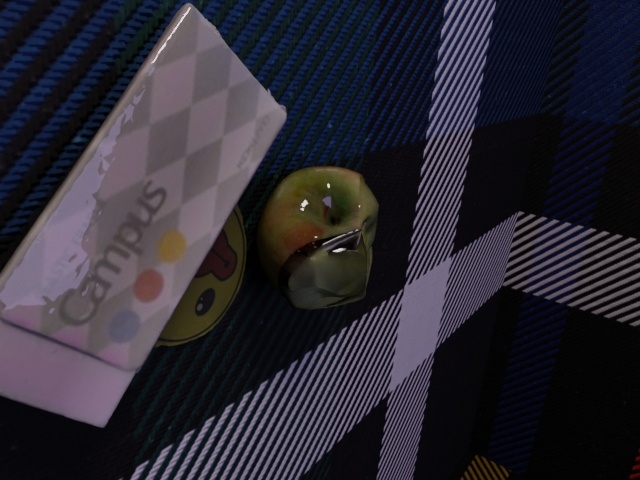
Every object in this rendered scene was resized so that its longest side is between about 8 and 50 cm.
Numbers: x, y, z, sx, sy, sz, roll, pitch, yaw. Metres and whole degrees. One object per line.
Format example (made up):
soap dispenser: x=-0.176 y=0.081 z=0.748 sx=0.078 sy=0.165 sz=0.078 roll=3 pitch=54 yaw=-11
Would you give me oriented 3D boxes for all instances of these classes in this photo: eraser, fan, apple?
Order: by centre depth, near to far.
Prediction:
eraser: x=-0.184 y=-0.019 z=0.576 sx=0.213 sy=0.082 sz=0.397 roll=43 pitch=68 yaw=-46
fan: x=-0.150 y=-0.004 z=0.716 sx=0.335 sy=0.011 sz=0.229 roll=-62 pitch=146 yaw=-17
apple: x=0.000 y=0.000 z=0.806 sx=0.207 sy=0.173 sz=0.188 roll=-58 pitch=166 yaw=-25
